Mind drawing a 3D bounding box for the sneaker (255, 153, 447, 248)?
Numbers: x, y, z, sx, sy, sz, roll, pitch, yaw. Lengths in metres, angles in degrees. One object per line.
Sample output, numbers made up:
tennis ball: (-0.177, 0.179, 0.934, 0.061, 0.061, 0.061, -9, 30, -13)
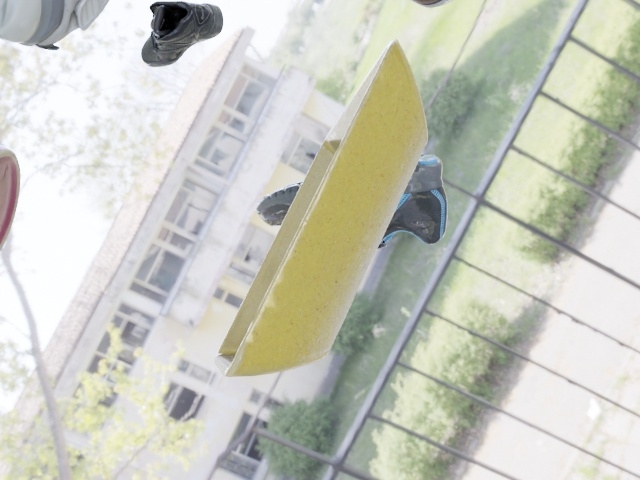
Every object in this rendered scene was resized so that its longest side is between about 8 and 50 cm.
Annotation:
sneaker: (0.041, -0.043, 1.103, 0.341, 0.139, 0.125, -6, 14, 33)

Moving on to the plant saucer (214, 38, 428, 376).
plant saucer: (0.000, 0.000, 0.724, 0.332, 0.081, 0.333, -65, 6, -12)

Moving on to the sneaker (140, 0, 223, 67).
sneaker: (-0.311, -0.414, 1.344, 0.228, 0.130, 0.087, -11, 86, 41)

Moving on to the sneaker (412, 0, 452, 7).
sneaker: (0.149, -0.300, 0.483, 0.123, 0.106, 0.290, -28, -22, -37)

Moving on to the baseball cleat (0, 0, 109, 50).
baseball cleat: (-0.204, -0.253, 0.532, 0.205, 0.072, 0.109, -62, -21, 16)

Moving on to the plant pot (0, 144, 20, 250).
plant pot: (-0.403, -0.049, 0.647, 0.201, 0.180, 0.201, -165, 90, -83)
